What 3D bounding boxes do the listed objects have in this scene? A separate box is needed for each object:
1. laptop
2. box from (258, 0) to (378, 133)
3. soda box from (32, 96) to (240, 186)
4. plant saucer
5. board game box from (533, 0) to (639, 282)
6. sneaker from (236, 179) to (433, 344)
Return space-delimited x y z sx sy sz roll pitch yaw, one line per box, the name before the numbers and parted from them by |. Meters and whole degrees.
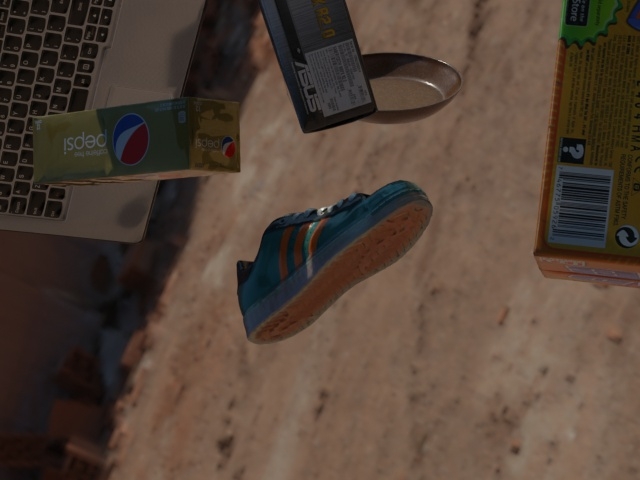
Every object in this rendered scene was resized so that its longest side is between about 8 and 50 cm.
laptop | -0.348 -0.108 1.721 0.236 0.408 0.382 -110 33 -51
box | -0.026 -0.203 1.054 0.056 0.231 0.183 -17 14 1
soda box | -0.151 -0.078 1.205 0.181 0.061 0.058 -3 88 38
plant saucer | 0.091 -0.199 1.997 0.198 0.199 0.036 -103 10 -60
board game box | 0.465 -0.120 1.840 0.356 0.356 0.356 29 -112 -77
sneaker | 0.000 0.000 1.760 0.302 0.108 0.121 -38 60 32
